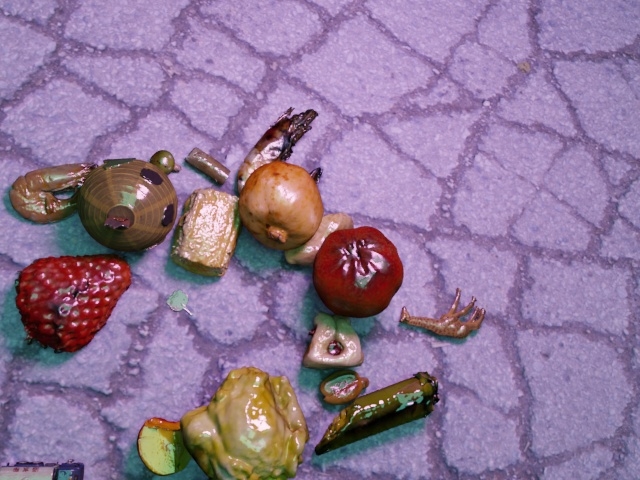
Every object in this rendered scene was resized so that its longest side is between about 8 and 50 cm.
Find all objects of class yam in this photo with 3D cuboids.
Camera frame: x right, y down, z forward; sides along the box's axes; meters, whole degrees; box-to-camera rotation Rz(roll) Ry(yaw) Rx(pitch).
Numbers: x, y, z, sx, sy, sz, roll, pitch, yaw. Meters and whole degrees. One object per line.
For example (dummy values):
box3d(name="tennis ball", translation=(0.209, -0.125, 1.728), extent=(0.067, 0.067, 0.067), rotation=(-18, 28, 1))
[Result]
box3d(name="yam", translation=(-0.318, -0.212, 1.710), extent=(0.132, 0.054, 0.054), rotation=(34, 72, -6))

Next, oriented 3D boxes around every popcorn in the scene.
box3d(name="popcorn", translation=(-0.175, 0.471, 1.489), extent=(0.313, 0.312, 0.312), rotation=(3, 78, -14))

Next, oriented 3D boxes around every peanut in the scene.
box3d(name="peanut", translation=(0.000, 0.000, 1.727), extent=(0.229, 0.098, 0.103), rotation=(-40, 53, -19))

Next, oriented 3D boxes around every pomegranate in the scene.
box3d(name="pomegranate", translation=(-0.432, -0.217, 1.677), extent=(0.085, 0.073, 0.073), rotation=(-22, 83, -55))
box3d(name="pomegranate", translation=(-0.104, -0.089, 1.610), extent=(0.248, 0.248, 0.248), rotation=(3, 78, -14))

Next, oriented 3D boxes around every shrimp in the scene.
box3d(name="shrimp", translation=(-0.090, -0.223, 1.768), extent=(0.233, 0.071, 0.365), rotation=(40, 74, -10))
box3d(name="shrimp", translation=(-0.678, -0.136, 1.595), extent=(0.267, 0.061, 0.145), rotation=(-25, 94, -21))

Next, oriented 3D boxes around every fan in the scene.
box3d(name="fan", translation=(-0.376, 0.174, 1.637), extent=(0.083, 0.004, 0.056), rotation=(43, 71, -3))

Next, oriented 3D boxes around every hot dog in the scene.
box3d(name="hot dog", translation=(0.068, 0.406, 1.679), extent=(0.140, 0.060, 0.089), rotation=(-26, 74, -11))

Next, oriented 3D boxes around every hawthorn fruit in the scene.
box3d(name="hawthorn fruit", translation=(0.108, 0.104, 1.638), extent=(0.254, 0.300, 0.254), rotation=(-7, 59, 11))

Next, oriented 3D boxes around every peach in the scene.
box3d(name="peach", translation=(-0.393, 0.515, 1.504), extent=(0.151, 0.119, 0.151), rotation=(13, 73, -52))

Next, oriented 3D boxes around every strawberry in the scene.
box3d(name="strawberry", translation=(-0.618, 0.152, 1.505), extent=(0.280, 0.150, 0.253), rotation=(-4, 80, -14))

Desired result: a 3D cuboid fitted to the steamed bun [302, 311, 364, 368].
box3d(name="steamed bun", translation=(0.033, 0.274, 1.657), extent=(0.172, 0.141, 0.155), rotation=(1, 74, -11))

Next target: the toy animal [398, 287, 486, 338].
box3d(name="toy animal", translation=(0.369, 0.234, 1.798), extent=(0.276, 0.054, 0.149), rotation=(-17, 81, -17))

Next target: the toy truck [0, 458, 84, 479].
box3d(name="toy truck", translation=(-0.673, 0.565, 1.433), extent=(0.202, 0.088, 0.074), rotation=(5, 76, -14))

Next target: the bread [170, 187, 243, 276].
box3d(name="bread", translation=(-0.301, -0.029, 1.639), extent=(0.174, 0.121, 0.245), rotation=(20, 70, -20))

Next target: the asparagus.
box3d(name="asparagus", translation=(0.152, 0.473, 1.658), extent=(0.382, 0.108, 0.128), rotation=(-16, 119, -16))

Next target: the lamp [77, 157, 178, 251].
box3d(name="lamp", translation=(-0.489, -0.084, 1.515), extent=(0.250, 0.284, 0.250), rotation=(-2, 108, -5))
